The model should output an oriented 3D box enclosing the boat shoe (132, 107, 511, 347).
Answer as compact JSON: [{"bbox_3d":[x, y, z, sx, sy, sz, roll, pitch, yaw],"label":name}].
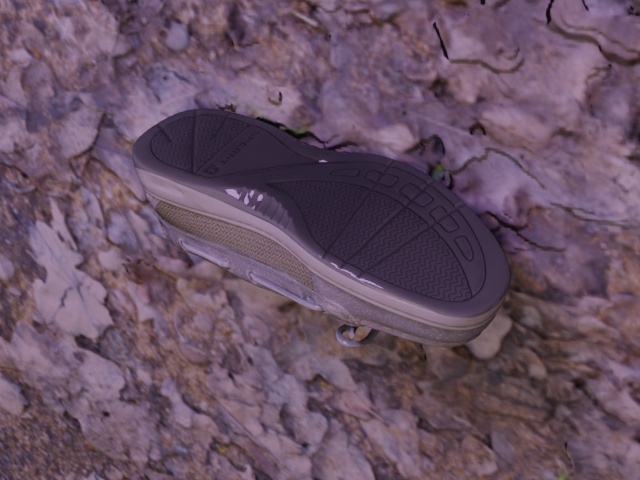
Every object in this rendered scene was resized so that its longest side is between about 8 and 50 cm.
[{"bbox_3d":[-0.003,0.001,1.190,0.320,0.118,0.103,22,138,31],"label":"boat shoe"}]
